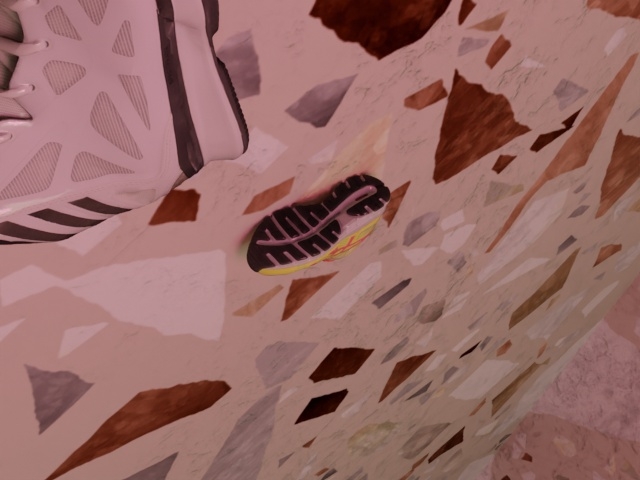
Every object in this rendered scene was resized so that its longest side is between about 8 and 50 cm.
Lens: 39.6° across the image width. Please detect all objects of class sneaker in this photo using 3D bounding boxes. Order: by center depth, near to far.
[{"bbox_3d":[-0.209,-0.126,0.606,0.257,0.169,0.447,-36,153,-11],"label":"sneaker"},{"bbox_3d":[0.000,0.000,1.114,0.208,0.081,0.094,-26,150,-26],"label":"sneaker"}]
